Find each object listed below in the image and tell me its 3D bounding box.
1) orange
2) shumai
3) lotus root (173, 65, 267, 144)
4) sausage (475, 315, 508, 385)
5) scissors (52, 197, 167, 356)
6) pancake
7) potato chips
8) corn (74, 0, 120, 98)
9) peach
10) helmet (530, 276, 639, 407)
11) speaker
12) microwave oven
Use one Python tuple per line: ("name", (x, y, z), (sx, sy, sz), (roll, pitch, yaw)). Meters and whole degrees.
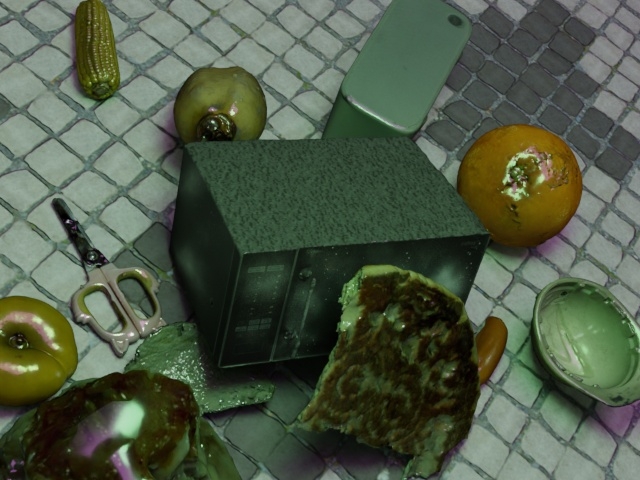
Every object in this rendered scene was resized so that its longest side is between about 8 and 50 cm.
("orange", (0.392, -0.108, 1.956), (0.246, 0.246, 0.246), (10, 55, -15))
("shumai", (-0.272, 0.323, 1.346), (0.397, 0.323, 0.324), (-3, 57, -22))
("lotus root", (-0.180, -0.227, 1.790), (0.169, 0.151, 0.343), (-4, 22, -4))
("sausage", (0.306, 0.203, 1.821), (0.062, 0.054, 0.183), (55, 48, -16))
("scissors", (-0.375, 0.048, 1.674), (0.160, 0.024, 0.317), (-24, 69, -32))
("pancake", (0.131, 0.213, 1.576), (0.427, 0.305, 0.067), (36, -3, -42))
("potato chips", (-0.190, 0.219, 1.614), (0.228, 0.059, 0.167), (34, 58, -3))
("corn", (-0.433, -0.373, 1.901), (0.080, 0.080, 0.231), (-1, 59, -22))
("peach", (-0.458, 0.172, 1.510), (0.179, 0.103, 0.179), (12, 55, -17))
("helmet", (0.483, 0.203, 1.835), (0.204, 0.137, 0.257), (-33, 75, -23))
("speaker", (0.152, -0.321, 2.029), (0.183, 0.184, 0.406), (30, 52, -1))
("microwave oven", (0.000, 0.000, 1.670), (0.432, 0.236, 0.374), (-4, 38, -25))
